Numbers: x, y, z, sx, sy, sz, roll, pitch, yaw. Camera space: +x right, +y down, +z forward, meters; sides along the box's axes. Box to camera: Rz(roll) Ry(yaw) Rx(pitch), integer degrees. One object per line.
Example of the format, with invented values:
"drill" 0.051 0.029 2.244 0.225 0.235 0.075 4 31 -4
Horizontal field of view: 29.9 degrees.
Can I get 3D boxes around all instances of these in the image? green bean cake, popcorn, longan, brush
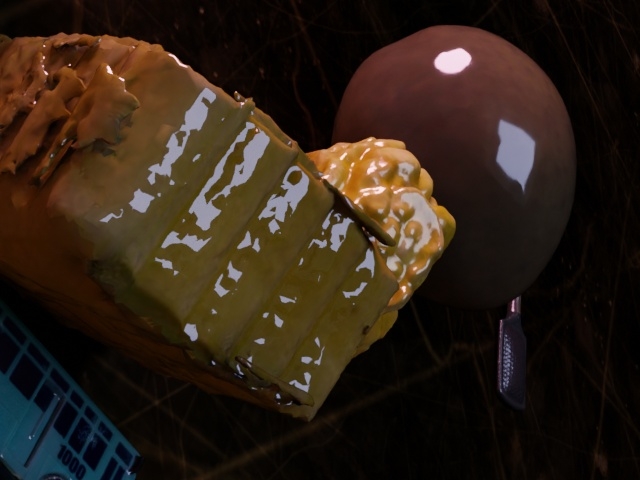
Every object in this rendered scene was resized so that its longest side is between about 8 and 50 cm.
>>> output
"green bean cake" -0.096 -0.007 0.656 0.230 0.224 0.131 43 71 -40
"popcorn" 0.005 0.018 0.875 0.194 0.140 0.163 -21 106 -26
"longan" 0.119 -0.060 1.040 0.248 0.248 0.248 29 55 -51
"brush" 0.215 0.092 1.327 0.063 0.016 0.193 38 48 -47

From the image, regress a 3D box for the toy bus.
"toy bus" -0.170 0.103 0.639 0.160 0.079 0.092 56 36 -28
